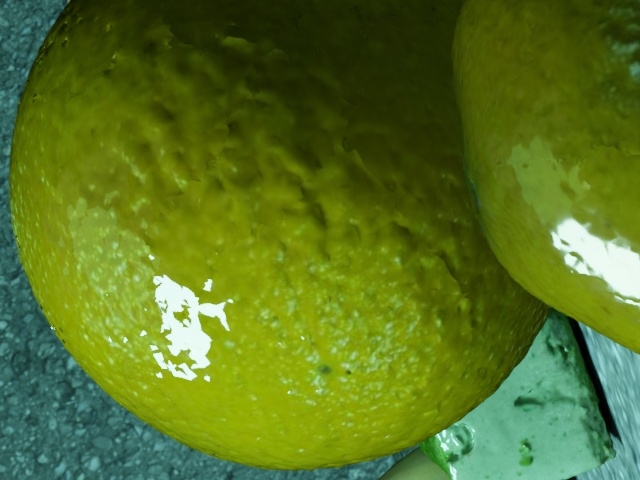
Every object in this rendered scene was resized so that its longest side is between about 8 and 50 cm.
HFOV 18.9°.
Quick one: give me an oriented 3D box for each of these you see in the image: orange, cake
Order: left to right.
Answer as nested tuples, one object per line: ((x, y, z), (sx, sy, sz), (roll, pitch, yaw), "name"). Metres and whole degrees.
((-0.012, -0.031, 0.887), (0.274, 0.274, 0.274), (159, 90, -86), "orange")
((0.103, 0.104, 1.161), (0.235, 0.100, 0.099), (102, 147, -82), "cake")
((0.095, -0.034, 0.576), (0.170, 0.112, 0.160), (32, 144, 64), "orange")

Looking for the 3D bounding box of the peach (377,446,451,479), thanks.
((0.101, 0.224, 1.319), (0.184, 0.184, 0.184), (159, 90, -86), "peach")

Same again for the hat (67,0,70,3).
((-0.112, -0.189, 1.567), (0.107, 0.237, 0.286), (33, 146, 27), "hat")
